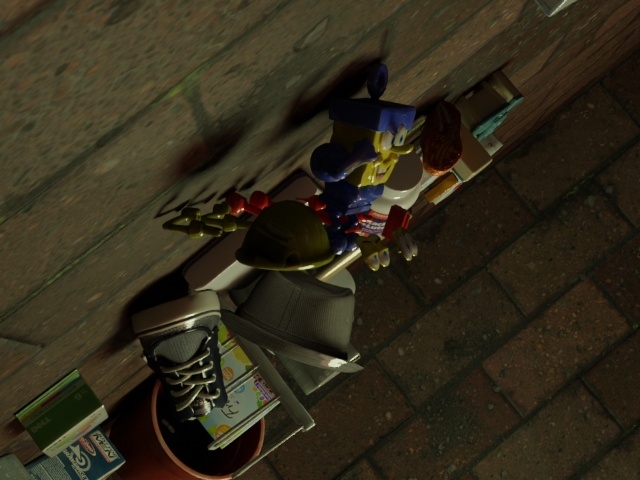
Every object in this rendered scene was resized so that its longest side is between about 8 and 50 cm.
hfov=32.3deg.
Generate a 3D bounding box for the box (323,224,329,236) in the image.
[{"bbox_3d":[0.000,0.000,2.096,0.114,0.036,0.207,-40,174,6],"label":"box"}]

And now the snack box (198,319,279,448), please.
[{"bbox_3d":[-0.190,0.279,2.203,0.174,0.207,0.070,-39,174,2],"label":"snack box"}]

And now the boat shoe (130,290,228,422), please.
[{"bbox_3d":[-0.183,0.172,1.575,0.127,0.158,0.340,-17,172,-4],"label":"boat shoe"}]

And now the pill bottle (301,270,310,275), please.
[{"bbox_3d":[-0.043,0.089,2.108,0.065,0.116,0.065,-39,173,-5],"label":"pill bottle"}]

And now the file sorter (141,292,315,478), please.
[{"bbox_3d":[-0.162,0.265,1.954,0.173,0.277,0.193,-36,173,-8],"label":"file sorter"}]

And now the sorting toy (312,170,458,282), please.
[{"bbox_3d":[0.109,-0.035,1.964,0.307,0.041,0.229,-37,-177,10],"label":"sorting toy"}]

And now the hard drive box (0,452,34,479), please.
[{"bbox_3d":[-0.558,0.431,1.694,0.181,0.089,0.232,-40,174,4],"label":"hard drive box"}]

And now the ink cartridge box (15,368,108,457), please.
[{"bbox_3d":[-0.378,0.259,1.631,0.109,0.062,0.209,-37,173,-16],"label":"ink cartridge box"}]

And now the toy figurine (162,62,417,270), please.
[{"bbox_3d":[0.008,-0.099,1.224,0.362,0.191,0.217,-11,122,-62],"label":"toy figurine"}]

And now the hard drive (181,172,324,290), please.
[{"bbox_3d":[-0.076,-0.005,1.599,0.210,0.040,0.319,-39,174,3],"label":"hard drive"}]

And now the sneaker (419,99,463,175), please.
[{"bbox_3d":[0.186,-0.150,1.745,0.067,0.064,0.175,-50,-167,38],"label":"sneaker"}]

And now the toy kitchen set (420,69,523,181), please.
[{"bbox_3d":[0.268,-0.181,1.960,0.207,0.122,0.166,-36,173,-26],"label":"toy kitchen set"}]

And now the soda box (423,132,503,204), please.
[{"bbox_3d":[0.311,-0.173,2.493,0.069,0.074,0.216,-34,172,-41],"label":"soda box"}]

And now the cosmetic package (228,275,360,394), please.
[{"bbox_3d":[-0.051,0.146,1.940,0.107,0.238,0.127,-34,176,-17],"label":"cosmetic package"}]

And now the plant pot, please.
[{"bbox_3d":[-0.304,0.412,2.356,0.265,0.272,0.272,-35,179,44],"label":"plant pot"}]

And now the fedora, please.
[{"bbox_3d":[-0.029,0.111,1.724,0.124,0.244,0.275,-68,163,1],"label":"fedora"}]

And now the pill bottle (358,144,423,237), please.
[{"bbox_3d":[0.095,-0.080,1.747,0.108,0.108,0.193,-37,173,-22],"label":"pill bottle"}]

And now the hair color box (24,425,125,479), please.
[{"bbox_3d":[-0.547,0.495,2.144,0.174,0.105,0.347,-41,174,23],"label":"hair color box"}]

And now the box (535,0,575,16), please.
[{"bbox_3d":[0.318,-0.347,1.296,0.126,0.072,0.137,-34,173,-37],"label":"box"}]

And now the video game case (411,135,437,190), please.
[{"bbox_3d":[0.154,-0.112,2.051,0.183,0.023,0.201,-41,161,-2],"label":"video game case"}]

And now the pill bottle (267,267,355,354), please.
[{"bbox_3d":[-0.033,0.154,2.545,0.246,0.136,0.136,-43,172,35],"label":"pill bottle"}]
